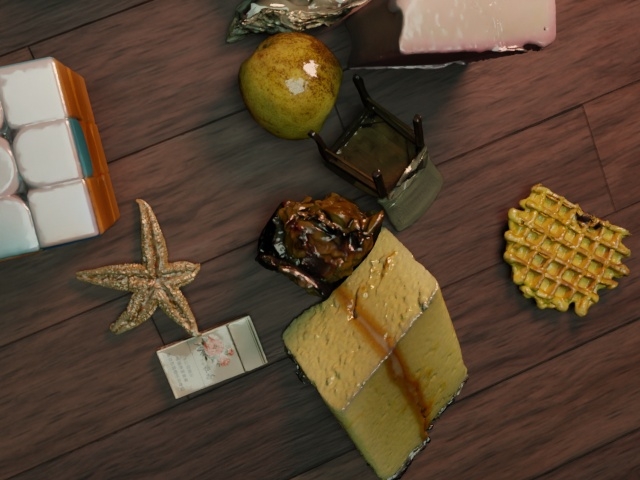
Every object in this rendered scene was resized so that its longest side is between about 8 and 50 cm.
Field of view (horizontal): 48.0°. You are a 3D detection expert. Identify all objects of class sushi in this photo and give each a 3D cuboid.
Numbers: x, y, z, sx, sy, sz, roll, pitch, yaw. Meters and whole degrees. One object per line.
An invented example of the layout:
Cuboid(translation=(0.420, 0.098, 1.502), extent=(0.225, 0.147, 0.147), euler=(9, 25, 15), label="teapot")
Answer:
Cuboid(translation=(0.002, 0.001, 1.374), extent=(0.213, 0.200, 0.204), euler=(28, 89, -11), label="sushi")

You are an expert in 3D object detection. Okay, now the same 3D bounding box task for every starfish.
Cuboid(translation=(-0.348, 0.074, 1.398), extent=(0.231, 0.048, 0.295), euler=(-19, 99, -6), label="starfish")

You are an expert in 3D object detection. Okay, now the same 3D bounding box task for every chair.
Cuboid(translation=(0.118, -0.157, 1.378), extent=(0.186, 0.319, 0.160), euler=(37, 87, 20), label="chair")

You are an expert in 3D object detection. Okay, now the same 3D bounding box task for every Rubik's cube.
Cuboid(translation=(-0.526, -0.124, 1.214), extent=(0.290, 0.292, 0.291), euler=(-13, 99, -7), label="Rubik's cube")

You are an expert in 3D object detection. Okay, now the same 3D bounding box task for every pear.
Cuboid(translation=(-0.060, -0.288, 1.328), extent=(0.197, 0.197, 0.197), euler=(-1, 98, -10), label="pear")

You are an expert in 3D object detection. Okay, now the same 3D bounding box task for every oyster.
Cuboid(translation=(-0.035, -0.435, 1.345), extent=(0.199, 0.087, 0.252), euler=(36, 69, 29), label="oyster")

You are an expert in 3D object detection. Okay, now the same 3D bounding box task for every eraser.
Cuboid(translation=(0.210, -0.375, 1.275), extent=(0.272, 0.359, 0.122), euler=(-3, 99, -9), label="eraser")

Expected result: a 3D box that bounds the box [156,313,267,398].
Cuboid(translation=(-0.219, 0.233, 1.452), extent=(0.198, 0.029, 0.109), euler=(-21, 101, -6), label="box")

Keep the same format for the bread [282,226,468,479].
Cuboid(translation=(0.135, 0.253, 1.520), extent=(0.346, 0.242, 0.405), euler=(-40, 136, -6), label="bread")

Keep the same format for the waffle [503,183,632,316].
Cuboid(translation=(0.525, 0.015, 1.536), extent=(0.283, 0.065, 0.309), euler=(-21, 104, -4), label="waffle")
